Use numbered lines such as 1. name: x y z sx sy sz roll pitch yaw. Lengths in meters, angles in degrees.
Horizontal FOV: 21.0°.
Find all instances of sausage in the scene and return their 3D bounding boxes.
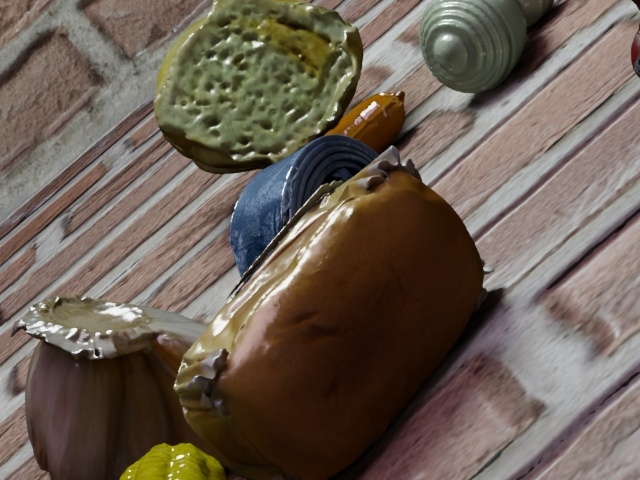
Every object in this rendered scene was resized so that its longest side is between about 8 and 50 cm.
1. sausage: 0.021 -0.089 1.780 0.183 0.054 0.062 -41 -7 12

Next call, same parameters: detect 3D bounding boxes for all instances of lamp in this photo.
1. lamp: 0.170 -0.219 1.717 0.106 0.106 0.193 -25 13 44

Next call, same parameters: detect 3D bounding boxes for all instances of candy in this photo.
1. candy: -0.099 0.191 1.198 0.094 0.106 0.199 -20 13 2

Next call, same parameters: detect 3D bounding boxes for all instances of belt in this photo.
1. belt: 0.000 0.000 1.415 0.082 0.141 0.190 -31 21 36

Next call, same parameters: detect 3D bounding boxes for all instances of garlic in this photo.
1. garlic: -0.172 0.140 1.344 0.207 0.207 0.256 -27 28 41

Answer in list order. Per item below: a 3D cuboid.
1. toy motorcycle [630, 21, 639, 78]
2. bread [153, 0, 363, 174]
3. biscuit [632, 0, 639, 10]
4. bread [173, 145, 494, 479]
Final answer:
1. toy motorcycle: 0.302 -0.165 1.283 0.122 0.082 0.213 -18 17 32
2. bread: -0.071 -0.165 1.897 0.252 0.239 0.196 -15 -68 -86
3. biscuit: 0.370 -0.403 1.489 0.395 0.166 0.342 -52 4 34
4. bread: 0.013 0.062 1.226 0.241 0.136 0.107 -49 20 -27
